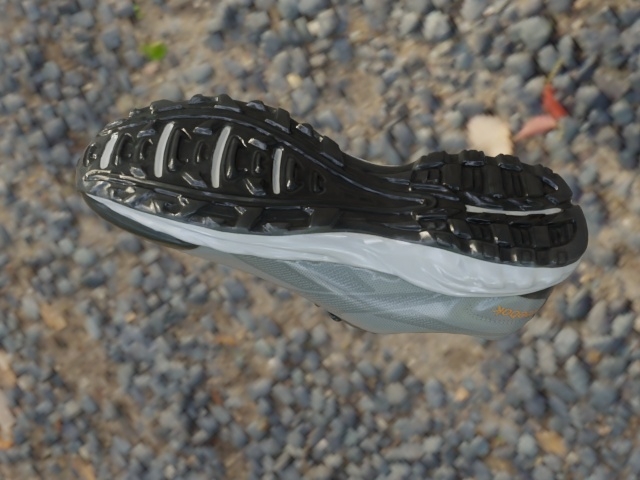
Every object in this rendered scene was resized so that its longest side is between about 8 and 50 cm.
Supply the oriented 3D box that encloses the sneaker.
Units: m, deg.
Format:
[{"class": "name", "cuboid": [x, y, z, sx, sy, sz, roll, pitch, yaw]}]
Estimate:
[{"class": "sneaker", "cuboid": [0.000, 0.000, 0.812, 0.271, 0.100, 0.108, 13, 136, -5]}]
